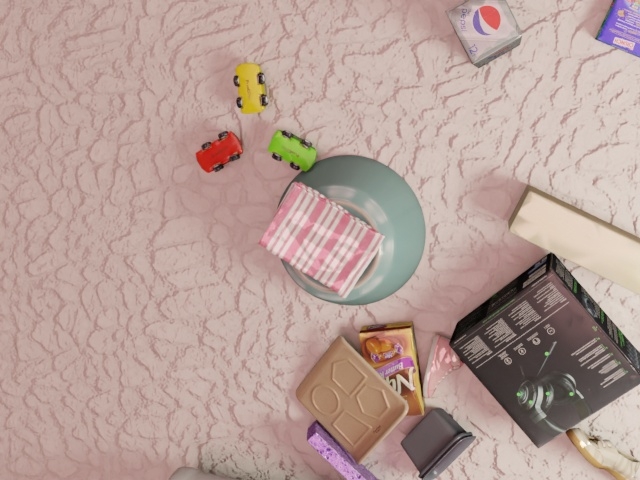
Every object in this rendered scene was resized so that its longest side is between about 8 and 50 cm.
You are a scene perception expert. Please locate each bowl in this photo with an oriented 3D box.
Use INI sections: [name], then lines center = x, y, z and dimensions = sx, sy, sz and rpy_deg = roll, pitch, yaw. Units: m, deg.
[bowl]
center = 0.042, -0.004, 1.576
dimensions = 0.311, 0.163, 0.312
rpy_deg = 2, 101, 11

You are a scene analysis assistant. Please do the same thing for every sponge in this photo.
[sponge]
center = 0.056, 0.463, 1.685
dimensions = 0.210, 0.117, 0.031
rpy_deg = 44, 90, 1

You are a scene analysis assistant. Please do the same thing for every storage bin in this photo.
[storage bin]
center = 0.236, 0.409, 1.657
dimensions = 0.135, 0.098, 0.091
rpy_deg = -50, 60, 17

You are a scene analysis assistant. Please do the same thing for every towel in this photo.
[towel]
center = 0.000, 0.000, 1.485
dimensions = 0.197, 0.029, 0.144
rpy_deg = 32, 106, 5

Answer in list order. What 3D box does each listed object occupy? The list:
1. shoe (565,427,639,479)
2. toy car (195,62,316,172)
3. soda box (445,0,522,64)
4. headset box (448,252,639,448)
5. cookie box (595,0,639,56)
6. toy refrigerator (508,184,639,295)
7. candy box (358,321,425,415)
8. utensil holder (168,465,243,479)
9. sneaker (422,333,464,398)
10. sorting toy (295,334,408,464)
[shoe]
center = 0.543, 0.404, 1.561
dimensions = 0.219, 0.076, 0.058
rpy_deg = 38, 99, -32
[toy car]
center = -0.108, -0.207, 1.625
dimensions = 0.224, 0.053, 0.239
rpy_deg = 29, 106, 5
[soda box]
center = 0.281, -0.360, 1.388
dimensions = 0.091, 0.286, 0.098
rpy_deg = -28, 93, 16
[headset box]
center = 0.431, 0.213, 1.536
dimensions = 0.246, 0.131, 0.283
rpy_deg = -42, 89, 23
[cookie box]
center = 0.555, -0.391, 1.450
dimensions = 0.091, 0.040, 0.107
rpy_deg = 25, 105, 6
[toy refrigerator]
center = 0.487, 0.001, 1.510
dimensions = 0.269, 0.102, 0.094
rpy_deg = 26, 105, 6
[candy box]
center = 0.148, 0.265, 1.662
dimensions = 0.109, 0.053, 0.187
rpy_deg = -8, 101, 14
[utensil holder]
center = -0.134, 0.661, 1.665
dimensions = 0.385, 0.327, 0.328
rpy_deg = 8, 102, 8
[sneaker]
center = 0.249, 0.261, 1.638
dimensions = 0.070, 0.051, 0.135
rpy_deg = 14, 99, 15
[sorting toy]
center = 0.063, 0.323, 1.663
dimensions = 0.208, 0.038, 0.193
rpy_deg = 46, 122, 18
